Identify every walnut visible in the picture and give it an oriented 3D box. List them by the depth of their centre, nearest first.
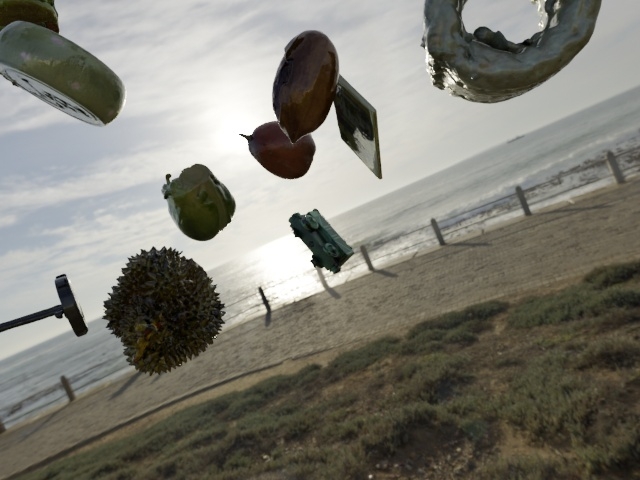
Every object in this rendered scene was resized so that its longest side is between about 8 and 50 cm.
[{"bbox_3d":[-0.029,-0.276,0.732,0.115,0.208,0.116,11,1,0],"label":"walnut"}]

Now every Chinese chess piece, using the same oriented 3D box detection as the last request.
[{"bbox_3d":[-0.557,-0.349,0.876,0.101,0.250,0.250,-68,12,-9],"label":"Chinese chess piece"}]

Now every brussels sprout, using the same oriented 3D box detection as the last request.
[{"bbox_3d":[-0.529,-0.161,1.790,0.275,0.315,0.371,-34,-11,-24],"label":"brussels sprout"}]

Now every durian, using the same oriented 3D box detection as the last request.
[{"bbox_3d":[-0.345,0.156,0.899,0.257,0.258,0.293,-24,44,-12],"label":"durian"}]

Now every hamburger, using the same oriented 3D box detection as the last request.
[{"bbox_3d":[-0.959,-0.742,1.296,0.214,0.125,0.235,-28,-5,-44],"label":"hamburger"}]

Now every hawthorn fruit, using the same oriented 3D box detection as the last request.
[{"bbox_3d":[-0.141,-0.299,1.297,0.250,0.200,0.199,9,-12,-24],"label":"hawthorn fruit"}]

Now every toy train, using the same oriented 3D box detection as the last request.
[{"bbox_3d":[0.000,0.000,1.452,0.115,0.269,0.154,-49,-16,28],"label":"toy train"}]

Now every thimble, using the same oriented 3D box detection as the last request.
[{"bbox_3d":[0.313,-0.390,0.716,0.291,0.292,0.195,-22,-2,16],"label":"thimble"}]

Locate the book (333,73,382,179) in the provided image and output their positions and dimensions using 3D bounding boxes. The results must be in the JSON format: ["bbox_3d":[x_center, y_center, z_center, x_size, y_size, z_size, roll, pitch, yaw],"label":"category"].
[{"bbox_3d":[0.076,-0.239,0.845,0.013,0.168,0.192,-31,-33,-7],"label":"book"}]

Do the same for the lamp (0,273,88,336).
[{"bbox_3d":[-0.583,0.152,0.680,0.370,0.130,0.108,-18,8,-9],"label":"lamp"}]
